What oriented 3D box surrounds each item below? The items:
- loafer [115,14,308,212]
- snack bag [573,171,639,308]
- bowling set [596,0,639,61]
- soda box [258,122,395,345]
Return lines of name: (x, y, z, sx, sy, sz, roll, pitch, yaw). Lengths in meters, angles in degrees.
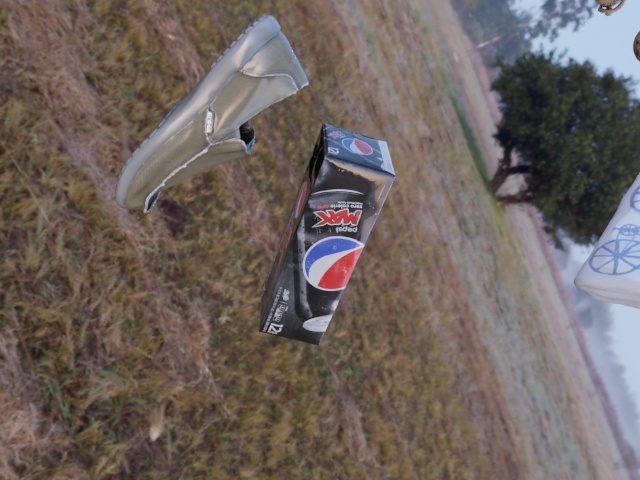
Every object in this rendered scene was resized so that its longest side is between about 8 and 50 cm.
loafer: (-0.110, -0.105, 0.626, 0.087, 0.251, 0.094, 42, 24, -17)
snack bag: (0.359, -0.041, 0.317, 0.323, 0.343, 0.037, -46, 130, -27)
bowling set: (0.342, -0.327, 0.651, 0.154, 0.200, 0.286, -110, -151, -71)
soda box: (0.000, 0.000, 0.488, 0.060, 0.053, 0.168, -93, -159, -55)
